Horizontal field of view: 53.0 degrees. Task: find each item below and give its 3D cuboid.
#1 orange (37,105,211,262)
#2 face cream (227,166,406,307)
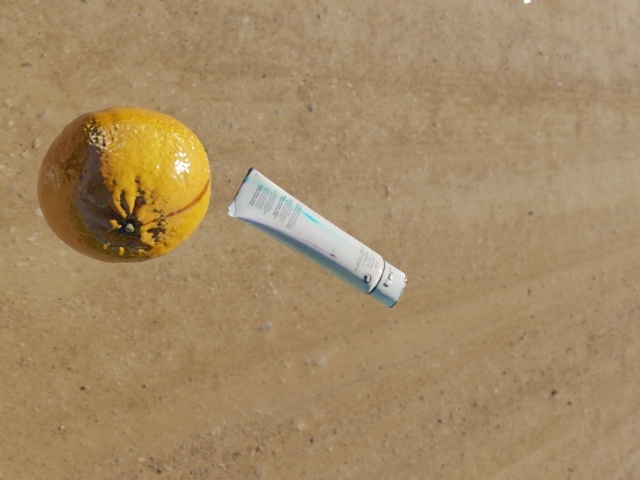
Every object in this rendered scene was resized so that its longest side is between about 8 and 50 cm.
[{"bbox_3d":[-0.219,-0.059,0.734,0.193,0.161,0.193,-20,143,-16],"label":"orange"},{"bbox_3d":[0.000,0.000,0.372,0.115,0.020,0.038,33,52,-14],"label":"face cream"}]
